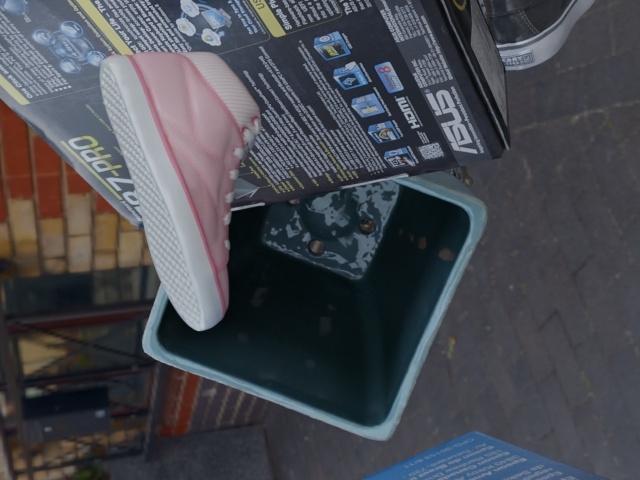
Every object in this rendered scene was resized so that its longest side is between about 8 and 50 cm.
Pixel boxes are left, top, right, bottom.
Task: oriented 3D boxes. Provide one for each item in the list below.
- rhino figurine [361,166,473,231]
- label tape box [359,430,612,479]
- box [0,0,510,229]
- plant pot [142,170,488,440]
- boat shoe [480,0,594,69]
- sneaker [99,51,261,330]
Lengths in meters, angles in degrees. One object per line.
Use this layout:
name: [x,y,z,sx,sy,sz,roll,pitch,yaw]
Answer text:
rhino figurine: [0.107,-0.075,1.159,0.073,0.243,0.106,-1,121,50]
label tape box: [0.049,0.187,0.314,0.347,0.249,0.115,0,108,71]
box: [-0.088,-0.169,0.553,0.395,0.318,0.097,51,-146,-46]
plant pot: [0.000,0.000,0.905,0.252,0.247,0.247,-74,5,-72]
boat shoe: [0.182,-0.223,0.768,0.080,0.228,0.076,-2,122,32]
sneaker: [-0.052,-0.029,0.428,0.051,0.070,0.134,-25,82,61]
